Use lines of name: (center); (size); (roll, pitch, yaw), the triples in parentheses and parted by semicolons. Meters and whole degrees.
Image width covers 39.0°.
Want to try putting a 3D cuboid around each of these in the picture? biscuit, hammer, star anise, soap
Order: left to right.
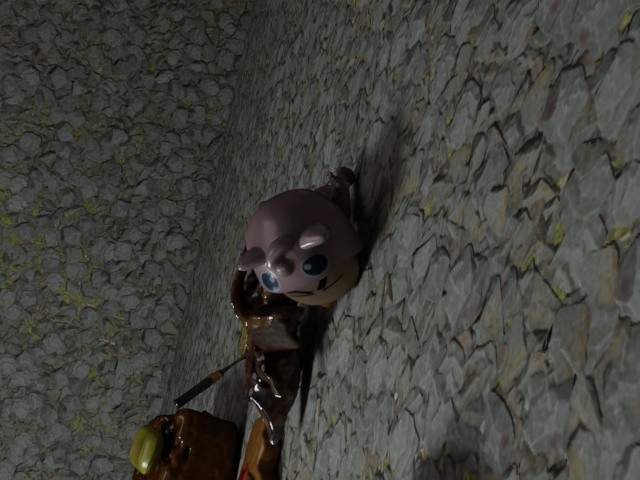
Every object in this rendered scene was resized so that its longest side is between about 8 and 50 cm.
soap: (-0.343, 0.413, 1.787); (0.140, 0.045, 0.089); (-7, 67, 67)
biscuit: (-0.300, 0.534, 1.888); (0.395, 0.166, 0.343); (147, 136, -67)
hammer: (-0.206, 0.271, 1.809); (0.201, 0.021, 0.078); (-35, 7, -15)
biscuit: (-0.160, 0.209, 1.957); (0.081, 0.018, 0.083); (-149, 72, -76)
biscuit: (-0.120, 0.459, 1.494); (0.202, 0.047, 0.334); (142, 140, -69)
star anise: (-0.084, 0.137, 1.440); (0.292, 0.109, 0.350); (-118, 27, -56)

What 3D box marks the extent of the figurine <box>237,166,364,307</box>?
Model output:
figurine: (0.000, 0.000, 1.301); (0.176, 0.186, 0.287); (-28, 9, 15)

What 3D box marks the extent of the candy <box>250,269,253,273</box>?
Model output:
candy: (-0.092, 0.039, 1.730); (0.138, 0.071, 0.174); (137, 143, -66)
